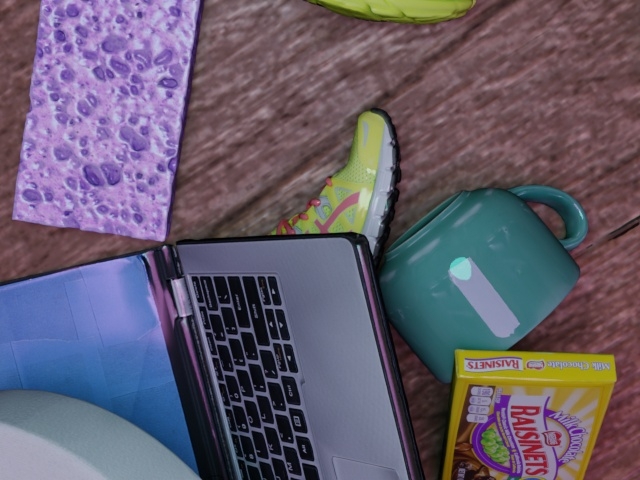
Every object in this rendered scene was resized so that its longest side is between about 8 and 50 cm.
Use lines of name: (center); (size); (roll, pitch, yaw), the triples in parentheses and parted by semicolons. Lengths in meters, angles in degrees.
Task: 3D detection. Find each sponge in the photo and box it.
sponge: (-0.155, -0.111, 0.994); (0.117, 0.031, 0.210); (9, 98, 1)

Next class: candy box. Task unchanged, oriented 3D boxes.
candy box: (0.140, 0.141, 0.951); (0.105, 0.206, 0.027); (-1, 53, 1)

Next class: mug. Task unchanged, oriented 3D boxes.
mug: (0.109, 0.018, 0.964); (0.129, 0.158, 0.097); (-38, 93, 33)

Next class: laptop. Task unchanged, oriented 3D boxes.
laptop: (-0.123, 0.210, 0.939); (0.236, 0.408, 0.381); (-18, 98, -30)

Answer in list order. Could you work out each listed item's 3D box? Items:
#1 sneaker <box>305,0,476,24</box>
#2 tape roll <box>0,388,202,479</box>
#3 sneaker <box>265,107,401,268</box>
sneaker: (-0.019, -0.239, 0.934); (0.296, 0.109, 0.123); (26, 101, -1)
tape roll: (-0.197, 0.297, 0.948); (0.392, 0.072, 0.391); (8, 107, 27)
sneaker: (0.000, 0.000, 0.980); (0.094, 0.081, 0.208); (17, 96, 7)
